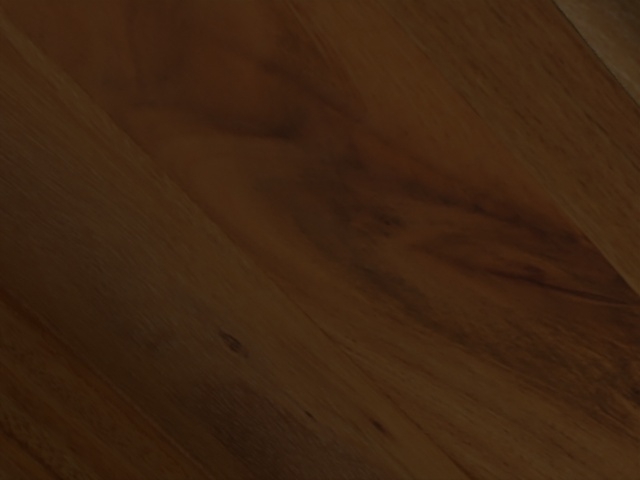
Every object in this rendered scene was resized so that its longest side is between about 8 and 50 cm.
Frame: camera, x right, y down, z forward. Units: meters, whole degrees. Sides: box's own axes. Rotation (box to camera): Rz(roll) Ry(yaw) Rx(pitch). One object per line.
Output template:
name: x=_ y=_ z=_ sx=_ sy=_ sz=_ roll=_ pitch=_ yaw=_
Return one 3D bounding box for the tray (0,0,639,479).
tray: x=0.000 y=0.000 z=0.379 sx=0.203 sy=0.076 sz=0.411 roll=-30 pitch=-63 yaw=29
